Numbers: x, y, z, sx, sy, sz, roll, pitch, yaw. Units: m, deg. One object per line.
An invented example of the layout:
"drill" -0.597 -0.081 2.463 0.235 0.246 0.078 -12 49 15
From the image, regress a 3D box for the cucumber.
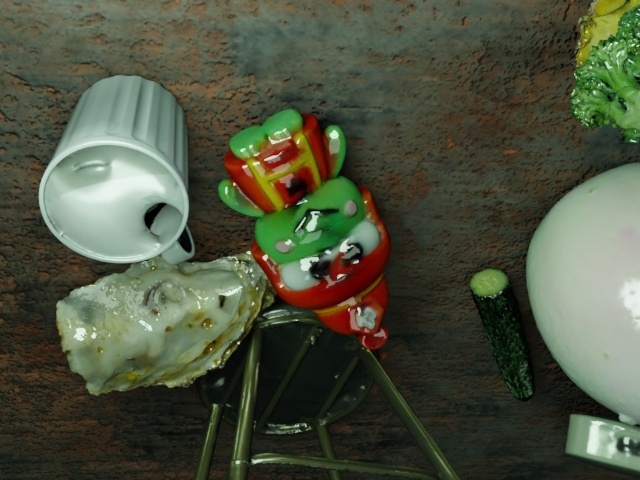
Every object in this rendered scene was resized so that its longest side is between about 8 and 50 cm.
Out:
"cucumber" 0.306 0.165 1.359 0.068 0.067 0.293 -19 127 8

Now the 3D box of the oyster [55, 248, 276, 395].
"oyster" -0.202 0.127 1.209 0.396 0.204 0.111 -17 154 9

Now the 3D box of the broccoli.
"broccoli" 0.394 -0.185 0.969 0.195 0.156 0.195 24 133 28

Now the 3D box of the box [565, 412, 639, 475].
"box" 0.583 0.348 1.306 0.367 0.090 0.373 10 169 22

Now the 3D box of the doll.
"doll" 0.000 0.000 1.131 0.183 0.160 0.363 -30 107 -8

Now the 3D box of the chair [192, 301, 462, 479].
"chair" -0.030 0.330 1.220 0.362 0.410 0.364 11 127 -19

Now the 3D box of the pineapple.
"pineapple" 0.415 -0.265 1.043 0.225 0.076 0.224 -1 127 -1

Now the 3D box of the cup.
"cup" -0.243 -0.075 1.037 0.167 0.202 0.221 0 127 -6

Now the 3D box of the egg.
"egg" 0.496 0.110 1.169 0.355 0.339 0.354 -4 127 -5
